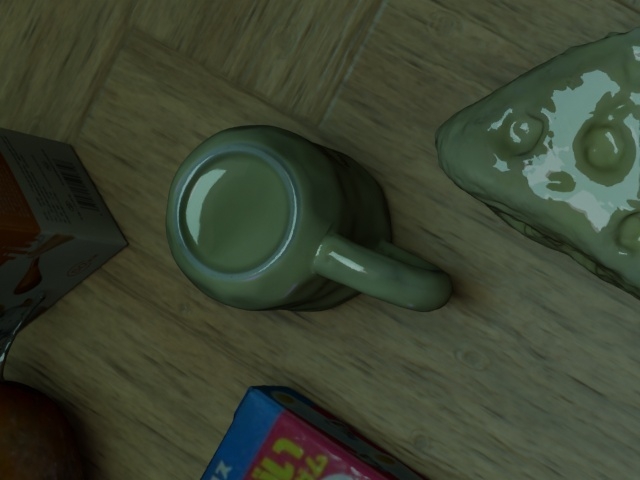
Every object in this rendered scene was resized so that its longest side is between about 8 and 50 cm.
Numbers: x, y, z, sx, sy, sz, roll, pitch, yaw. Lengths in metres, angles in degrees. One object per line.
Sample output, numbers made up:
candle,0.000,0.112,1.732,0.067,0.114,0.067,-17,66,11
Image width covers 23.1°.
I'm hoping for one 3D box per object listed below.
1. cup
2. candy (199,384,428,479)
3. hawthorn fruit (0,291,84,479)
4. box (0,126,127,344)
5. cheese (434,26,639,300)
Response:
cup,-0.015,0.012,1.494,0.173,0.202,0.255,-44,72,13
candy,0.028,0.283,1.512,0.306,0.100,0.157,31,99,21
hawthorn fruit,-0.362,0.245,1.619,0.235,0.231,0.263,-14,40,0
box,-0.385,-0.002,1.573,0.225,0.341,0.143,-37,72,16
cheese,0.228,-0.059,1.421,0.248,0.173,0.251,-6,88,21
